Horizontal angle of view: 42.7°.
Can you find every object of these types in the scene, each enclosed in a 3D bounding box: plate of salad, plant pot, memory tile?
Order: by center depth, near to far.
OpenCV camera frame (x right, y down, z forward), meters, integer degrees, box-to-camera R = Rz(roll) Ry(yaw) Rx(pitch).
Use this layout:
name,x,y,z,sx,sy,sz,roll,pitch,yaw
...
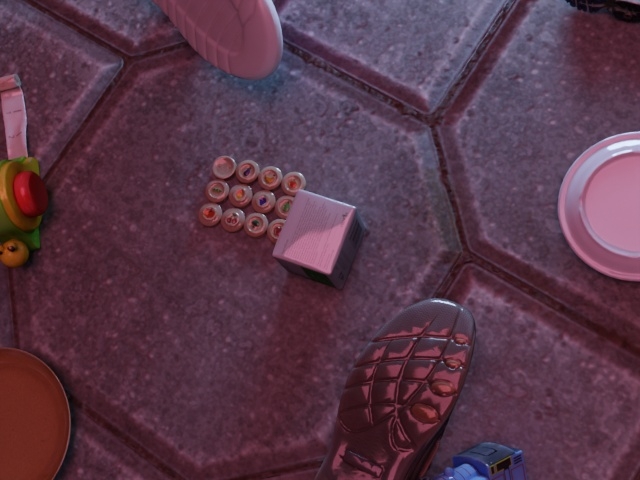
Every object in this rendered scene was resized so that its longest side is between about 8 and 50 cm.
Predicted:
name,x,y,z,sx,sy,sz,roll,pitch,yaw
plate of salad,0.417,-0.044,1.080,0.200,0.048,0.199,-3,80,19
plant pot,-0.459,0.272,1.165,0.237,0.032,0.236,-3,74,10
memory tile,-0.100,-0.061,1.197,0.148,0.012,0.113,14,78,14

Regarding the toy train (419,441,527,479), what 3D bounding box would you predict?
name,x,y,z,sx,sy,sz,roll,pitch,yaw
toy train,0.171,0.314,0.975,0.184,0.080,0.105,-14,94,-33

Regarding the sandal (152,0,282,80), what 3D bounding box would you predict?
name,x,y,z,sx,sy,sz,roll,pitch,yaw
sandal,-0.183,-0.402,1.218,0.416,0.169,0.102,44,46,18

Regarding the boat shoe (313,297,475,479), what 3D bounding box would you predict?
name,x,y,z,sx,sy,sz,roll,pitch,yaw
boat shoe,0.086,0.235,1.025,0.132,0.130,0.355,28,88,20

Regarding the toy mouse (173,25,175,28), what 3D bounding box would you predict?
name,x,y,z,sx,sy,sz,roll,pitch,yaw
toy mouse,-0.181,-0.380,1.287,0.161,0.031,0.143,33,83,17

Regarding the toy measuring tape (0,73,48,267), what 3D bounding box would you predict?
name,x,y,z,sx,sy,sz,roll,pitch,yaw
toy measuring tape,-0.479,-0.119,1.230,0.122,0.121,0.330,-13,73,7

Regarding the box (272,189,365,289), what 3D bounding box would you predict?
name,x,y,z,sx,sy,sz,roll,pitch,yaw
box,0.000,0.000,1.115,0.087,0.101,0.101,19,80,15

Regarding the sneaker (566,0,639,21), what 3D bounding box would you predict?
name,x,y,z,sx,sy,sz,roll,pitch,yaw
sneaker,0.406,-0.358,1.169,0.135,0.052,0.058,22,70,8
